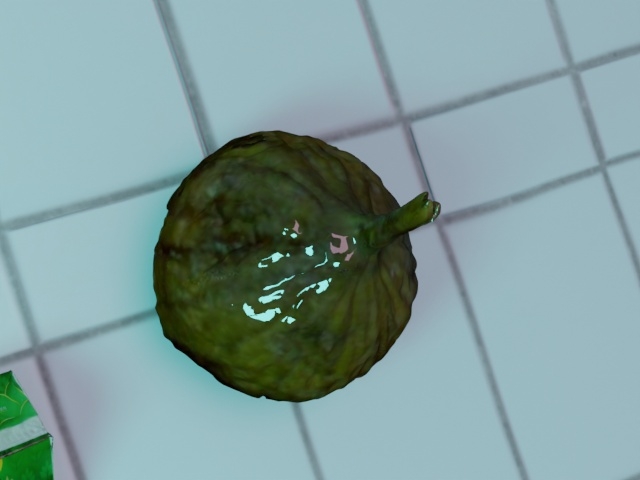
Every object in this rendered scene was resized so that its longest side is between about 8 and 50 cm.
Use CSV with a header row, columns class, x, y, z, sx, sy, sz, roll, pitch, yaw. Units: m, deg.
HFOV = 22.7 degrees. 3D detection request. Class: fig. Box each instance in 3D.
class,x,y,z,sx,sy,sz,roll,pitch,yaw
fig,0.000,0.000,1.597,0.286,0.369,0.286,11,66,-25

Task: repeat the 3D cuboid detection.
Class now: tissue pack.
class,x,y,z,sx,sy,sz,roll,pitch,yaw
tissue pack,-0.375,0.219,1.505,0.209,0.148,0.156,-20,49,-26
